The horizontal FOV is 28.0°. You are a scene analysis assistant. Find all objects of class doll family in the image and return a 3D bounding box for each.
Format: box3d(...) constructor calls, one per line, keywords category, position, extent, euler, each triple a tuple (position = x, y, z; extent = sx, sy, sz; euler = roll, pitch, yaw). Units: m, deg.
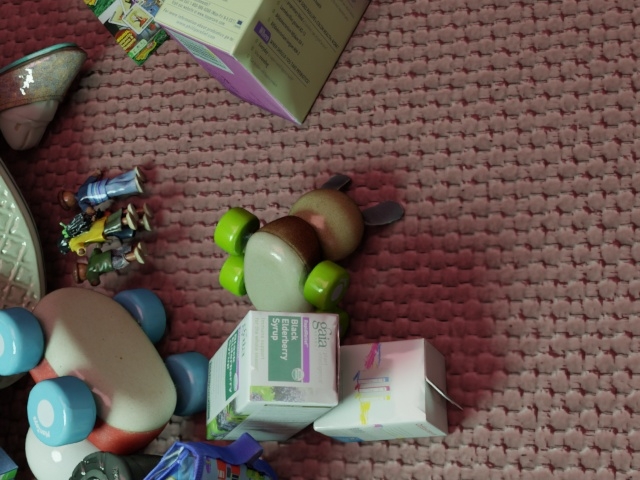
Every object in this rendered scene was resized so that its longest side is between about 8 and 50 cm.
box3d(category="doll family", position=(-0.269, -0.021, 1.562), extent=(0.111, 0.076, 0.193), euler=(-19, 28, 11))

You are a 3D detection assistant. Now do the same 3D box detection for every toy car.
box3d(category="toy car", position=(0.000, 0.000, 1.455), extent=(0.155, 0.149, 0.188), euler=(31, 58, 23))
box3d(category="toy car", position=(-0.282, 0.198, 1.472), extent=(0.210, 0.219, 0.238), euler=(47, 122, 27))

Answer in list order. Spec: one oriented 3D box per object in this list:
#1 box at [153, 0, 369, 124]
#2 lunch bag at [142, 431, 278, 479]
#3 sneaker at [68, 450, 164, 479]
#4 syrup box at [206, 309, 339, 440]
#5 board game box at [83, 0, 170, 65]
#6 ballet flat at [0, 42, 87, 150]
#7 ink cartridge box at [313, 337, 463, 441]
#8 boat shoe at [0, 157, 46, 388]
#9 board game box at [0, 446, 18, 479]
box3d(category="box", position=(-0.048, -0.295, 1.494), extent=(0.117, 0.213, 0.243), euler=(27, 85, 26))
box3d(category="lunch bag", position=(-0.149, 0.330, 1.333), extent=(0.138, 0.221, 0.293), euler=(34, 88, 27))
box3d(category="sneaker", position=(-0.247, 0.327, 1.428), extent=(0.286, 0.130, 0.109), euler=(-41, 62, 36))
box3d(category="syrup box", position=(-0.054, 0.146, 1.342), extent=(0.096, 0.237, 0.093), euler=(4, 72, -13))
box3d(category="board game box", position=(-0.184, -0.362, 1.674), extent=(0.259, 0.030, 0.136), euler=(-43, 61, 4))
box3d(category="ballet flat", position=(-0.427, -0.157, 1.678), extent=(0.316, 0.107, 0.106), euler=(-20, 87, 21))
box3d(category="ink cartridge box", position=(0.074, 0.161, 1.371), extent=(0.143, 0.092, 0.090), euler=(-7, 71, 18))
box3d(category="boat shoe", position=(-0.465, -0.058, 1.576), extent=(0.186, 0.156, 0.500), euler=(-21, 96, -10))
box3d(category="board game box", position=(-0.446, 0.256, 1.541), extent=(0.201, 0.035, 0.136), euler=(41, 125, 27))
